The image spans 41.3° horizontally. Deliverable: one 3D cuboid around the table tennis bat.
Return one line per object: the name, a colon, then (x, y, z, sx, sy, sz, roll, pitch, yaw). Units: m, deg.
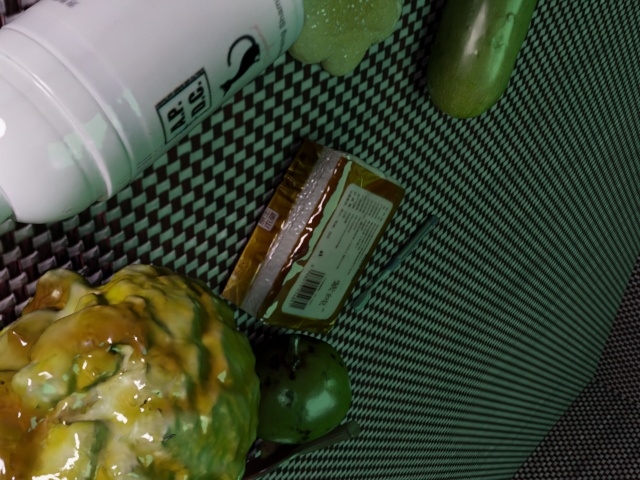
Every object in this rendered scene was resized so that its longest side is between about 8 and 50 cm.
table tennis bat: (-0.046, 0.301, 1.187, 0.246, 0.022, 0.138, -30, 176, 32)

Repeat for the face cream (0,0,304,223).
face cream: (-0.182, -0.099, 0.628, 0.370, 0.145, 0.145, -47, 149, -24)

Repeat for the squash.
squash: (0.231, -0.335, 1.096, 0.118, 0.118, 0.371, -11, 124, -54)

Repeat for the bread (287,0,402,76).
bread: (0.025, -0.280, 0.900, 0.182, 0.039, 0.251, -45, 149, -25)

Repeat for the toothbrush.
toothbrush: (0.122, 0.035, 1.364, 0.219, 0.016, 0.019, -47, 150, -22)

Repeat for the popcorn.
popcorn: (-0.181, 0.143, 0.736, 0.282, 0.282, 0.247, -46, 136, -24)

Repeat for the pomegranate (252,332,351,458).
pomegranate: (-0.047, 0.205, 1.150, 0.156, 0.156, 0.220, -44, 179, -26)

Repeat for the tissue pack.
tissue pack: (0.000, 0.000, 1.063, 0.183, 0.092, 0.226, 19, 99, -61)
